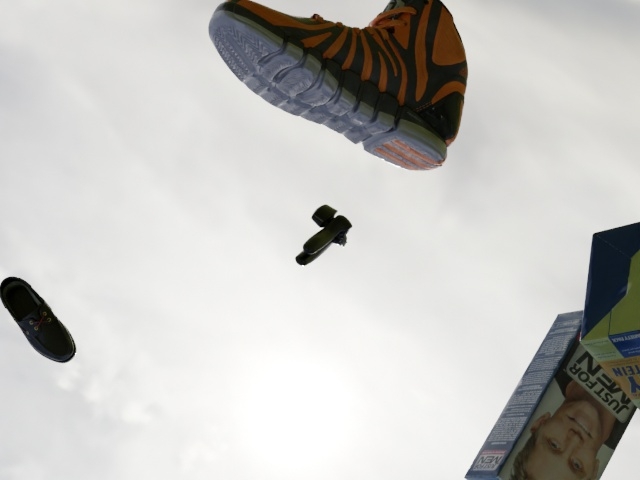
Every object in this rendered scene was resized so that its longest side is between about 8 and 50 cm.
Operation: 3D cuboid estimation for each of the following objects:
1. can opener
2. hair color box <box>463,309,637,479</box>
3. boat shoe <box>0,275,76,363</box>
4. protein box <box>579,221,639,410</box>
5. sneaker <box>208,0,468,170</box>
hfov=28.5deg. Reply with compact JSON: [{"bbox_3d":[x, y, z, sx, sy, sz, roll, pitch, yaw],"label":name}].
[{"bbox_3d":[0.000,0.000,2.099,0.073,0.059,0.186,26,-150,8],"label":"can opener"},{"bbox_3d":[0.404,0.301,2.095,0.174,0.105,0.347,41,-114,-15],"label":"hair color box"},{"bbox_3d":[-0.356,0.100,1.580,0.133,0.049,0.042,48,168,14],"label":"boat shoe"},{"bbox_3d":[0.488,0.108,1.815,0.201,0.136,0.199,45,-135,-34],"label":"protein box"},{"bbox_3d":[0.032,-0.223,1.436,0.321,0.125,0.180,29,-110,-25],"label":"sneaker"}]
